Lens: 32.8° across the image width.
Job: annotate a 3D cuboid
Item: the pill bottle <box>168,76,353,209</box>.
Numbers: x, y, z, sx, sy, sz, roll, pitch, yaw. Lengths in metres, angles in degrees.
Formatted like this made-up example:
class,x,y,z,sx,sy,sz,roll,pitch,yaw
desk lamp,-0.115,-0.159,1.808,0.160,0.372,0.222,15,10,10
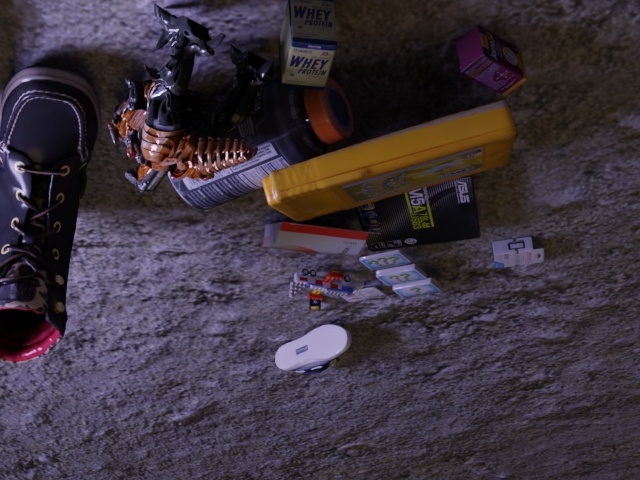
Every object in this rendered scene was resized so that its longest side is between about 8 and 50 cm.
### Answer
class,x,y,z,sx,sy,sz,roll,pitch,yaw
pill bottle,-0.080,-0.138,1.463,0.246,0.130,0.130,-20,144,25

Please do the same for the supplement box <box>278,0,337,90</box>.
class,x,y,z,sx,sy,sz,roll,pitch,yaw
supplement box,-0.016,-0.244,1.339,0.056,0.083,0.083,3,147,-12

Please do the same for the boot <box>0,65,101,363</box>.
class,x,y,z,sx,sy,sz,roll,pitch,yaw
boot,-0.387,-0.026,1.471,0.138,0.284,0.377,10,147,-20

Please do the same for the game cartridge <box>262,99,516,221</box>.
class,x,y,z,sx,sy,sz,roll,pitch,yaw
game cartridge,0.097,-0.096,1.466,0.324,0.052,0.285,-18,174,7

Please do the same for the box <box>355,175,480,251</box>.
class,x,y,z,sx,sy,sz,roll,pitch,yaw
box,0.150,-0.054,1.695,0.184,0.045,0.190,-5,149,10

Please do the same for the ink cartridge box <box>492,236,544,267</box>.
class,x,y,z,sx,sy,sz,roll,pitch,yaw
ink cartridge box,0.334,0.019,1.841,0.083,0.028,0.048,-7,148,7

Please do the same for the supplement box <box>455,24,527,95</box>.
class,x,y,z,sx,sy,sz,roll,pitch,yaw
supplement box,0.220,-0.232,1.405,0.083,0.055,0.043,21,140,-33

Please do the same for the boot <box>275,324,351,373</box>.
class,x,y,z,sx,sy,sz,roll,pitch,yaw
boot,0.006,0.213,2.106,0.190,0.069,0.086,-20,152,40

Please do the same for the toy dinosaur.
class,x,y,z,sx,sy,sz,roll,pitch,yaw
toy dinosaur,-0.157,-0.148,1.345,0.322,0.218,0.164,28,-176,33

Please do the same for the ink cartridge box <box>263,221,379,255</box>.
class,x,y,z,sx,sy,sz,roll,pitch,yaw
ink cartridge box,0.000,0.000,1.697,0.145,0.045,0.179,7,180,-15

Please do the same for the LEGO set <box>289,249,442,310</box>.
class,x,y,z,sx,sy,sz,roll,pitch,yaw
LEGO set,0.065,0.088,1.887,0.244,0.060,0.182,-11,153,27
